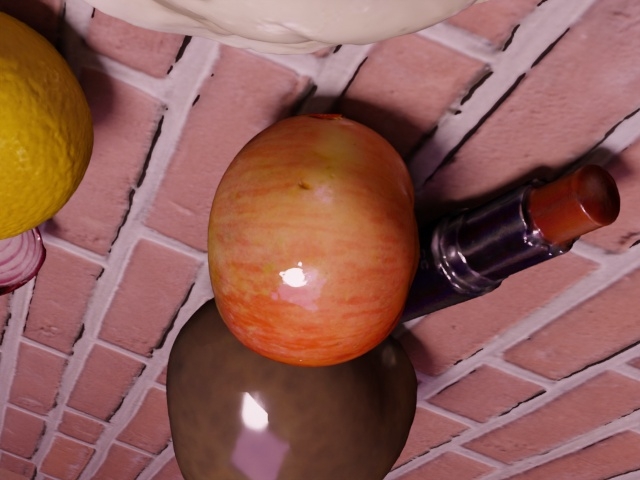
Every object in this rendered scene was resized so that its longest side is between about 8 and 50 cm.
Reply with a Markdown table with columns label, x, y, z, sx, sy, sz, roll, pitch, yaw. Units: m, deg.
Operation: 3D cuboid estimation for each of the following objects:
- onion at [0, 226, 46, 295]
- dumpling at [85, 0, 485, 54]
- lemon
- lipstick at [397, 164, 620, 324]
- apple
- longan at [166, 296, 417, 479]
| label | x | y | z | sx | sy | sz | roll | pitch | yaw |
| --- | --- | --- | --- | --- | --- | --- | --- | --- | --- |
| onion | -0.403 | -0.018 | 1.049 | 0.098 | 0.151 | 0.206 | 5 | 135 | 50 |
| dumpling | -0.025 | -0.163 | 0.538 | 0.318 | 0.187 | 0.243 | 18 | 147 | -7 |
| lemon | -0.284 | -0.094 | 0.804 | 0.187 | 0.186 | 0.244 | 7 | 143 | 19 |
| lipstick | 0.136 | 0.007 | 0.846 | 0.081 | 0.081 | 0.300 | 30 | 149 | -20 |
| apple | 0.000 | 0.000 | 0.798 | 0.164 | 0.209 | 0.209 | 8 | 149 | 12 |
| longan | -0.031 | 0.169 | 1.066 | 0.243 | 0.300 | 0.300 | 49 | 174 | 41 |
